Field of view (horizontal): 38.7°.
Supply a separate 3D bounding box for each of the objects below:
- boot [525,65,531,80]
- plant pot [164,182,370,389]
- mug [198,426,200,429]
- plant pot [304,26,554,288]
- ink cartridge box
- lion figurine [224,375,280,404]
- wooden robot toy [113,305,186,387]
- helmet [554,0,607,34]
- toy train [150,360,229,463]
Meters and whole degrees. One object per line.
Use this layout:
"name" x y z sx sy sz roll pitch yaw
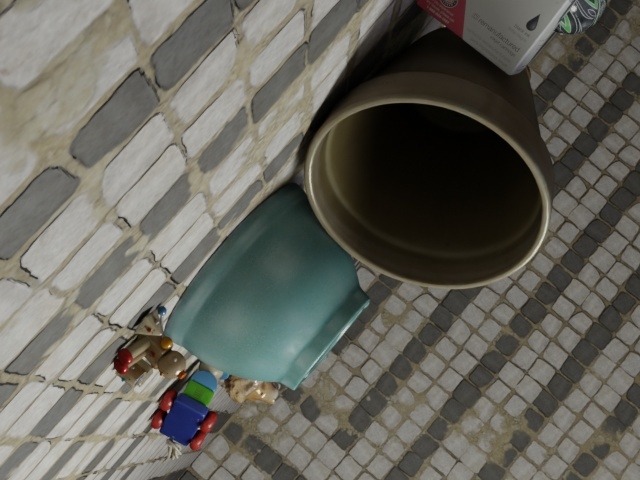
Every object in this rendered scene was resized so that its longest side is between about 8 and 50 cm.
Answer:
"boot" 0.302 -0.315 1.910 0.236 0.089 0.269 -32 173 32
"plant pot" -0.054 0.091 1.320 0.293 0.196 0.293 -49 173 -9
"mug" -0.304 0.432 2.126 0.064 0.062 0.078 -44 169 16
"plant pot" 0.169 -0.143 1.251 0.323 0.323 0.280 -58 -173 48
"ink cartridge box" 0.247 -0.337 1.116 0.218 0.158 0.092 -54 172 26
"lion figurine" -0.093 0.174 1.919 0.240 0.142 0.392 -36 152 -36
"wooden robot toy" -0.210 0.157 1.155 0.076 0.079 0.173 -45 171 -40
"helmet" 0.536 -0.527 1.958 0.169 0.161 0.169 -49 173 -8
"toy train" -0.253 0.326 1.769 0.143 0.105 0.248 -62 -178 -39
